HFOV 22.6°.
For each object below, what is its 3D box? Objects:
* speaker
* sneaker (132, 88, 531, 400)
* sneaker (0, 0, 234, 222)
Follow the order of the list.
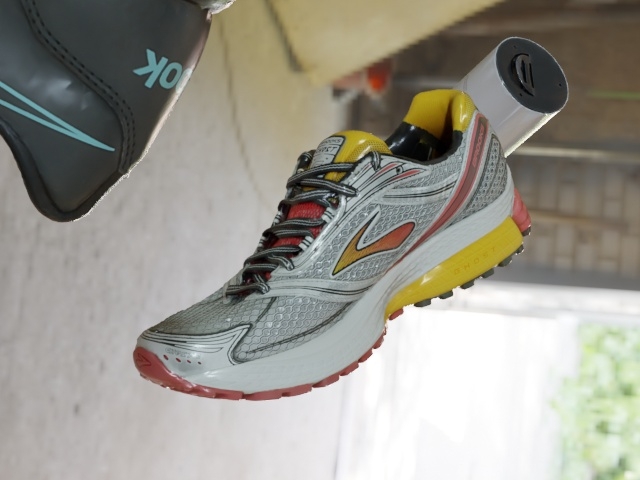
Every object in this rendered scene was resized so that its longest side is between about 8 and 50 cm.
[{"bbox_3d":[0.092,-0.067,0.989,0.136,0.055,0.055,-43,-160,47],"label":"speaker"},{"bbox_3d":[0.000,0.000,0.748,0.225,0.088,0.092,-34,117,-34],"label":"sneaker"},{"bbox_3d":[-0.157,-0.097,0.466,0.101,0.267,0.106,-18,131,-81],"label":"sneaker"}]
